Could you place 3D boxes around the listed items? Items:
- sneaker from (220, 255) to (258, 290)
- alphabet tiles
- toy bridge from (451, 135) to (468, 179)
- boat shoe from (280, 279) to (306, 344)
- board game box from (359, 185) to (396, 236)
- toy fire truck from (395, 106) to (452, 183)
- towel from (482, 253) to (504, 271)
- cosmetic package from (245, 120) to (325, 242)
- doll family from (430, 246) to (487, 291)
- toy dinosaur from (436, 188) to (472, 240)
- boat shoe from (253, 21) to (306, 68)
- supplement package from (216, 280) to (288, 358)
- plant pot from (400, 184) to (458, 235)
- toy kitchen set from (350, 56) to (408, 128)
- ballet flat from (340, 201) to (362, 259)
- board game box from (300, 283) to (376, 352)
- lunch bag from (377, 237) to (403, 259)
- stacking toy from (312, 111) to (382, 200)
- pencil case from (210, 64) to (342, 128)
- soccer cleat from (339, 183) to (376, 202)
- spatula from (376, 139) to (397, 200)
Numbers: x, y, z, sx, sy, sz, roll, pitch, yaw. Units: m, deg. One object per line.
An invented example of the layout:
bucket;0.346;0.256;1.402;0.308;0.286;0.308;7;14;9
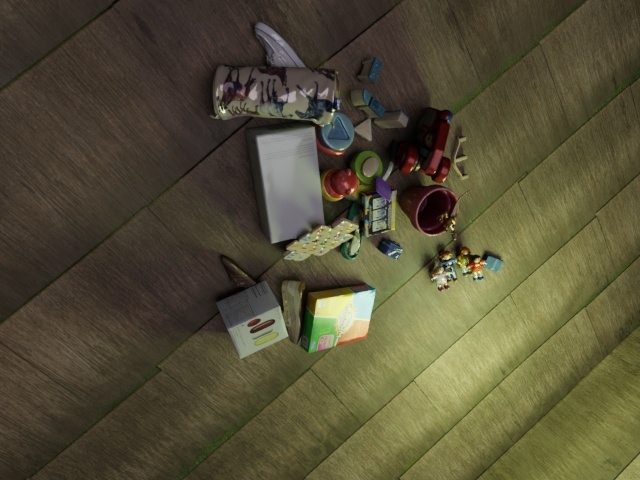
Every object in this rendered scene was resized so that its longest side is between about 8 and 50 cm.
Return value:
sneaker;-0.314;0.135;1.803;0.071;0.066;0.188;-45;120;-1
alphabet tiles;0.000;0.000;1.800;0.284;0.021;0.278;-30;161;21
toy bridge;0.583;-0.344;2.032;0.063;0.026;0.188;-20;116;-14
boat shoe;-0.113;0.286;1.940;0.098;0.109;0.303;9;123;11
board game box;0.218;-0.111;1.849;0.141;0.048;0.171;-14;120;-23
toy fire truck;0.402;-0.366;1.797;0.169;0.302;0.254;15;107;-6
towel;0.820;0.109;2.312;0.119;0.029;0.067;20;101;-29
cosmetic package;-0.121;-0.206;1.706;0.217;0.156;0.385;-13;116;-19
doll family;0.609;0.111;2.190;0.262;0.118;0.163;-18;124;3
toy dinosaur;0.513;-0.099;1.879;0.112;0.064;0.212;-22;128;-35
boat shoe;-0.131;-0.590;1.582;0.258;0.095;0.084;41;86;-29
supplement package;-0.254;0.298;1.819;0.203;0.149;0.194;-24;135;-14
plant pot;0.421;-0.139;1.952;0.201;0.180;0.202;-9;113;-21
toy kitchen set;0.231;-0.529;1.745;0.207;0.122;0.166;27;79;-43
ballet flat;0.146;-0.035;1.926;0.083;0.087;0.248;6;107;-25
board game box;0.075;0.316;2.005;0.316;0.064;0.243;-5;112;-37
lunch bag;0.299;0.034;2.032;0.098;0.067;0.065;24;100;-30
stacking toy;0.121;-0.312;1.723;0.279;0.130;0.309;-16;98;-27
pencil case;-0.141;-0.458;1.539;0.409;0.160;0.184;0;88;-6
soccer cleat;0.163;-0.199;1.858;0.288;0.093;0.121;6;126;-23
spatula;0.259;-0.272;1.820;0.084;0.030;0.297;37;55;-27
